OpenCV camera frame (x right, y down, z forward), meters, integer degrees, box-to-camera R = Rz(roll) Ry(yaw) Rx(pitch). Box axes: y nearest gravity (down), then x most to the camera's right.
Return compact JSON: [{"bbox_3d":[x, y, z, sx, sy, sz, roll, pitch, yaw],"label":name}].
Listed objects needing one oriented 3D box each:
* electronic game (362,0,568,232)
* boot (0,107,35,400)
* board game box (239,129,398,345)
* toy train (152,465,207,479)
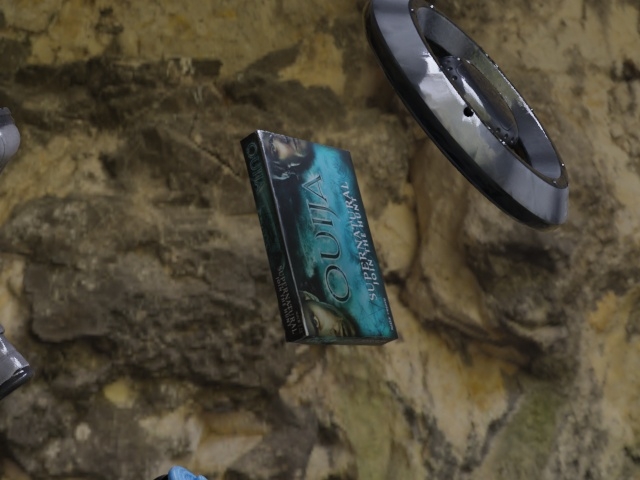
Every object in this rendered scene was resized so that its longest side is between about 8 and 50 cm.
[{"bbox_3d":[0.116,-0.102,0.766,0.229,0.229,0.048,33,-61,-33],"label":"electronic game"},{"bbox_3d":[-0.329,0.043,0.917,0.338,0.118,0.223,-37,-94,40],"label":"boot"},{"bbox_3d":[0.000,0.000,0.858,0.026,0.186,0.126,-27,-22,35],"label":"board game box"},{"bbox_3d":[-0.067,0.215,0.596,0.080,0.184,0.105,-42,-64,3],"label":"toy train"}]
